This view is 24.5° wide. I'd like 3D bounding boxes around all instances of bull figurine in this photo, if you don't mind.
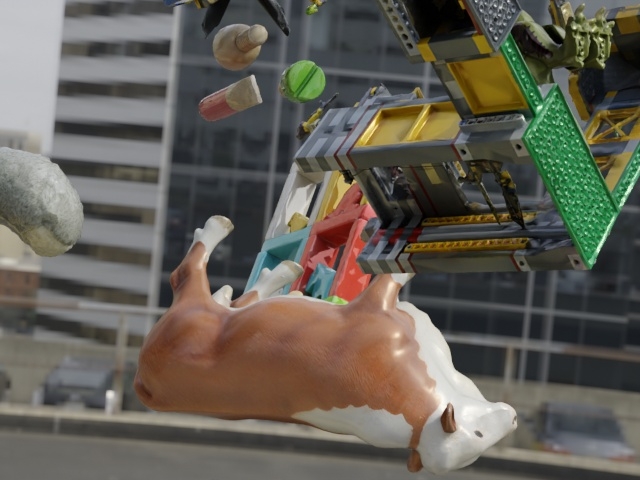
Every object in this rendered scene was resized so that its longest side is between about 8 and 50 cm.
[{"bbox_3d":[0.005,0.081,1.147,0.310,0.188,0.101,5,-37,18],"label":"bull figurine"}]

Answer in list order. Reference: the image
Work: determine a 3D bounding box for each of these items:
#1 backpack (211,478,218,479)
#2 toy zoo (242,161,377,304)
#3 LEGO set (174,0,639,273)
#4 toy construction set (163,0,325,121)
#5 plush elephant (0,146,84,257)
[{"bbox_3d":[0.036,0.432,1.641,0.355,0.273,0.290,1,25,-5],"label":"backpack"},{"bbox_3d":[0.000,0.000,1.348,0.030,0.293,0.192,29,-22,-23],"label":"toy zoo"},{"bbox_3d":[0.066,-0.133,0.866,0.192,0.255,0.331,-2,-41,40],"label":"LEGO set"},{"bbox_3d":[-0.029,-0.257,1.193,0.257,0.309,0.237,6,-3,-19],"label":"toy construction set"},{"bbox_3d":[-0.382,-0.021,1.008,0.330,0.255,0.272,6,-36,23],"label":"plush elephant"}]
